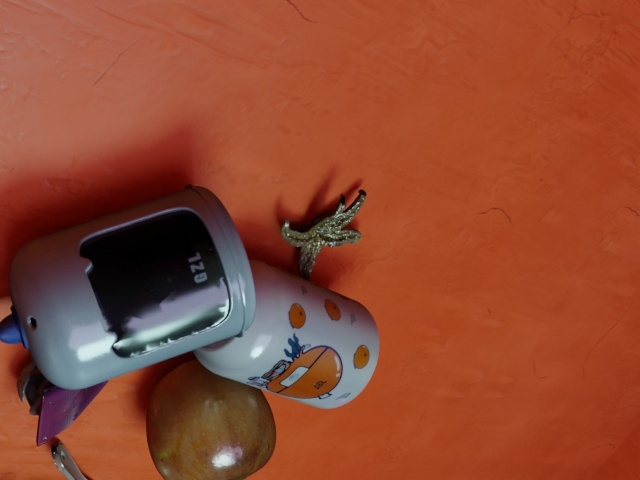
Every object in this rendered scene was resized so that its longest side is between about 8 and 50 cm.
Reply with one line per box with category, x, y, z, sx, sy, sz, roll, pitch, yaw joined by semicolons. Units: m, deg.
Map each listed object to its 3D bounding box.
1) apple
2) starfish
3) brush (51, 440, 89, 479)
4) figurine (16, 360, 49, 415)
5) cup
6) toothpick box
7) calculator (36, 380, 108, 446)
apple;-0.198;0.331;1.717;0.253;0.253;0.253;-21;137;-21
starfish;-0.004;-0.006;1.678;0.213;0.057;0.238;-6;141;-41
brush;-0.452;0.475;1.770;0.067;0.072;0.313;-19;137;-3
figurine;-0.450;0.237;1.533;0.082;0.094;0.086;25;148;-10
cup;-0.074;0.160;1.658;0.212;0.212;0.317;-50;137;12
toothpick box;-0.301;0.080;1.400;0.354;0.263;0.263;-19;136;-22
calculator;-0.395;0.240;1.544;0.190;0.034;0.127;-47;158;-51
